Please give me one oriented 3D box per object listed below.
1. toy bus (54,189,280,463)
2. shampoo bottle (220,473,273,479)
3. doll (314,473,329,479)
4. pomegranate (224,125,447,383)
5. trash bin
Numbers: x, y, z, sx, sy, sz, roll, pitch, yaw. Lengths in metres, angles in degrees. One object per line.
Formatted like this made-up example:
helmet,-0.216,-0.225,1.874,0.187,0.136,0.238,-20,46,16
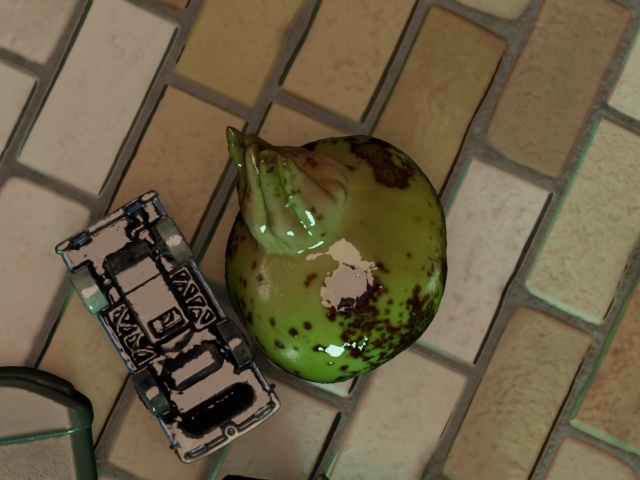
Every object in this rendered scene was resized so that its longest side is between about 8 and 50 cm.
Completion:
toy bus,-0.138,0.083,1.581,0.116,0.133,0.234,-30,87,-6
shampoo bottle,0.045,0.296,1.564,0.323,0.084,0.129,15,99,-28
doll,-0.068,0.293,1.612,0.207,0.081,0.129,-31,101,-3
pomegranate,0.016,-0.004,1.529,0.204,0.276,0.222,-2,55,-5
trash bin,-0.290,0.236,1.586,0.177,0.101,0.236,-9,92,-6
